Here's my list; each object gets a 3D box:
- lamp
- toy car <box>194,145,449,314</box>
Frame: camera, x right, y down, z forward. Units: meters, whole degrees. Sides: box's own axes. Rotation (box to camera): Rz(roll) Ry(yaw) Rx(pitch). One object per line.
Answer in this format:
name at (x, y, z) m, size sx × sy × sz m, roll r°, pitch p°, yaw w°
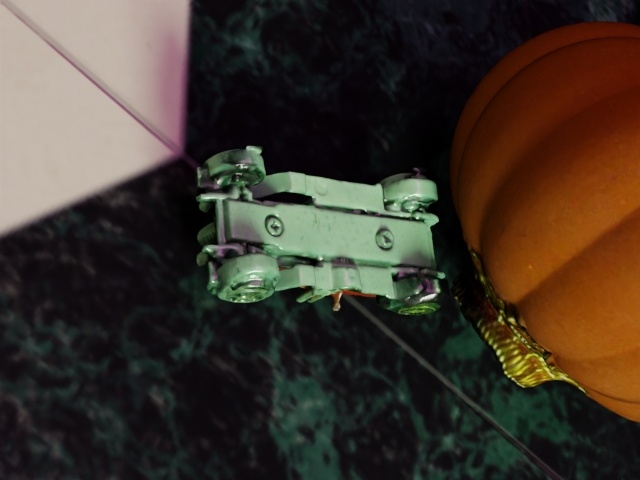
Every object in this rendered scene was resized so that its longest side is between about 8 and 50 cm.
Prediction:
lamp at (0.163, -0.007, 0.763) m, size 0.223 × 0.196 × 0.223 m, roll 49°, pitch 11°, yaw -13°
toy car at (0.000, 0.000, 0.725) m, size 0.143 × 0.054 × 0.073 m, roll 5°, pitch 70°, yaw -36°
